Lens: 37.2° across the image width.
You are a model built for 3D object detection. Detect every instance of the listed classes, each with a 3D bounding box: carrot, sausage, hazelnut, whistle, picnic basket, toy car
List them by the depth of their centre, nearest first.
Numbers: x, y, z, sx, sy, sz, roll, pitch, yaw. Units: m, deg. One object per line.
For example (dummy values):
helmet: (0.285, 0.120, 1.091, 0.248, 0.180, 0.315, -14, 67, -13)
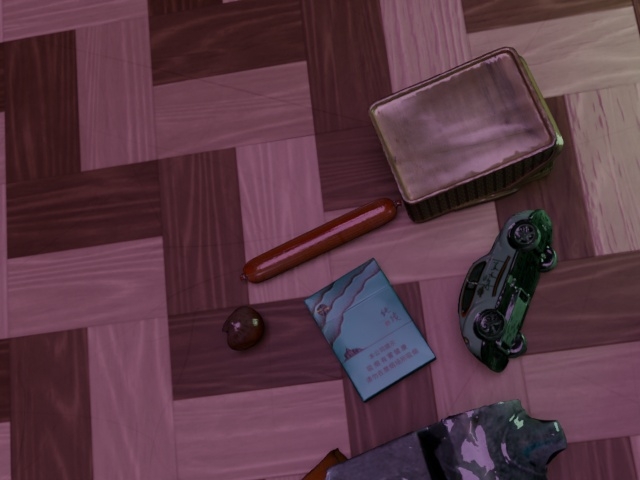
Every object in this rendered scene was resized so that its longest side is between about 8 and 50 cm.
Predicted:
whistle: (0.211, 0.396, 1.620, 0.405, 0.188, 0.168, -14, 73, -11)
carrot: (-0.025, 0.466, 1.723, 0.205, 0.072, 0.072, -40, 73, -2)
toy car: (0.331, 0.084, 1.740, 0.125, 0.136, 0.306, 12, 75, 34)
picnic basket: (0.276, -0.192, 1.801, 0.313, 0.175, 0.228, -22, 73, 7)
hazelnut: (-0.149, 0.168, 1.818, 0.086, 0.086, 0.086, -2, 75, 8)
sausage: (0.000, 0.000, 1.848, 0.348, 0.053, 0.053, -25, 73, 4)

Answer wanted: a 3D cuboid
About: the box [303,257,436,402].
box: (0.092, 0.168, 1.797, 0.161, 0.042, 0.226, -31, 73, -1)
